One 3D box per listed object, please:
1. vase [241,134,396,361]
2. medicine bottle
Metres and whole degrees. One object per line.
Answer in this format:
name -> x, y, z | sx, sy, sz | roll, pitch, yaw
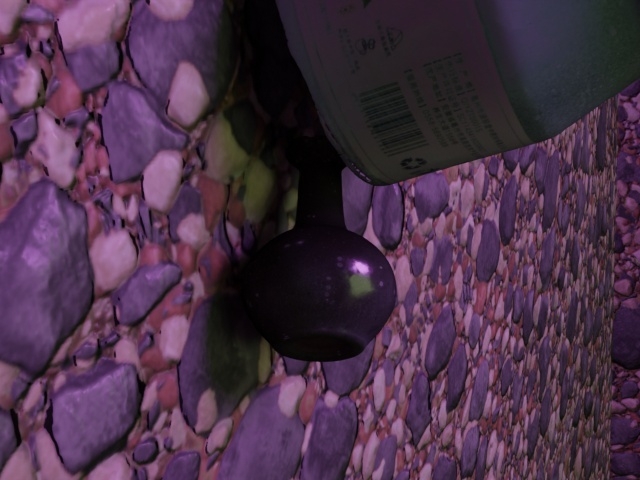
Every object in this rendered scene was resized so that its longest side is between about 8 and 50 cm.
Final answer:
vase -> 0.000, 0.000, 0.660 | 0.120, 0.120, 0.183 | 44, 41, -56
medicine bottle -> 0.143, -0.192, 0.641 | 0.245, 0.290, 0.245 | 49, 33, -48
